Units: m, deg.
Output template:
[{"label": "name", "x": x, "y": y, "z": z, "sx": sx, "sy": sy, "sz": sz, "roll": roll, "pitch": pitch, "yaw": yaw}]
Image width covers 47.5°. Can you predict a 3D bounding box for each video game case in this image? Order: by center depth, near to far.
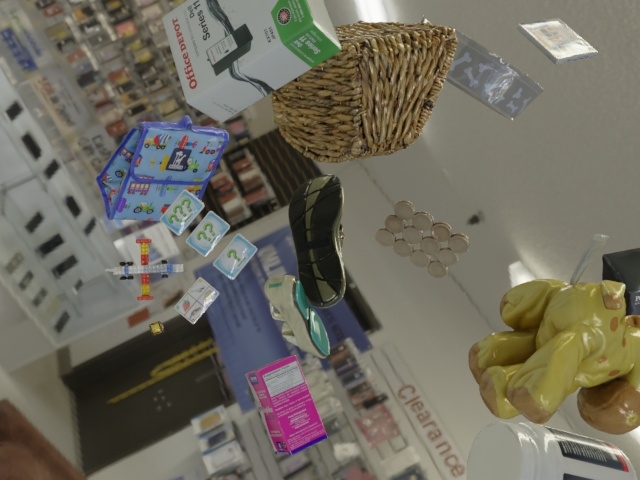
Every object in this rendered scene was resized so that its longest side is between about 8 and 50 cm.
[{"label": "video game case", "x": 0.589, "y": -0.498, "z": 1.812, "sx": 0.157, "sy": 0.143, "sz": 0.019, "roll": 57, "pitch": -32, "yaw": 31}]

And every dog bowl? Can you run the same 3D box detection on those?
[{"label": "dog bowl", "x": 0.370, "y": -0.416, "z": 1.781, "sx": 0.348, "sy": 0.102, "sz": 0.349, "roll": 31, "pitch": 14, "yaw": -9}]

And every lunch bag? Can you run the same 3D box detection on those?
[{"label": "lunch bag", "x": -0.363, "y": -0.185, "z": 1.710, "sx": 0.293, "sy": 0.220, "sz": 0.138, "roll": -51, "pitch": -128, "yaw": 37}]

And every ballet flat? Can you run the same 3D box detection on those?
[{"label": "ballet flat", "x": -0.049, "y": 0.154, "z": 1.435, "sx": 0.086, "sy": 0.086, "sz": 0.248, "roll": 59, "pitch": -6, "yaw": 45}]

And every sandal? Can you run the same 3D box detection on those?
[{"label": "sandal", "x": -0.001, "y": 0.001, "z": 1.537, "sx": 0.086, "sy": 0.120, "sz": 0.303, "roll": 54, "pitch": 33, "yaw": -65}]

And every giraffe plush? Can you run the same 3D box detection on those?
[{"label": "giraffe plush", "x": 0.286, "y": 0.124, "z": 0.756, "sx": 0.170, "sy": 0.210, "sz": 0.181, "roll": 36, "pitch": 13, "yaw": -14}]

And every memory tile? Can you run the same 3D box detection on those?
[{"label": "memory tile", "x": 0.179, "y": -0.002, "z": 1.281, "sx": 0.148, "sy": 0.012, "sz": 0.113, "roll": 32, "pitch": -47, "yaw": 2}]

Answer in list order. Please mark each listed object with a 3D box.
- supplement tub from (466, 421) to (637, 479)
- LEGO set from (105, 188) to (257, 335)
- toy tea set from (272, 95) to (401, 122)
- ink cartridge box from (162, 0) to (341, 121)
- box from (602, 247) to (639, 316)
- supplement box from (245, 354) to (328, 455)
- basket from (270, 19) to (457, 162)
[{"label": "supplement tub", "x": 0.434, "y": 0.451, "z": 1.366, "sx": 0.272, "sy": 0.191, "sz": 0.191, "roll": 18, "pitch": 14, "yaw": -20}, {"label": "LEGO set", "x": -0.261, "y": 0.050, "z": 1.328, "sx": 0.182, "sy": 0.244, "sz": 0.060, "roll": 40, "pitch": -7, "yaw": 1}, {"label": "toy tea set", "x": 0.050, "y": -0.296, "z": 1.718, "sx": 0.336, "sy": 0.200, "sz": 0.124, "roll": 33, "pitch": -14, "yaw": 26}, {"label": "ink cartridge box", "x": -0.097, "y": -0.279, "z": 0.981, "sx": 0.087, "sy": 0.208, "sz": 0.153, "roll": 20, "pitch": 47, "yaw": -60}, {"label": "box", "x": 0.558, "y": 0.094, "z": 1.069, "sx": 0.103, "sy": 0.261, "sz": 0.184, "roll": -97, "pitch": 175, "yaw": -59}, {"label": "supplement box", "x": -0.086, "y": 0.410, "z": 1.813, "sx": 0.111, "sy": 0.113, "sz": 0.220, "roll": -33, "pitch": -103, "yaw": 63}, {"label": "basket", "x": 0.072, "y": -0.256, "z": 1.258, "sx": 0.299, "sy": 0.223, "sz": 0.214, "roll": 26, "pitch": -52, "yaw": 54}]
